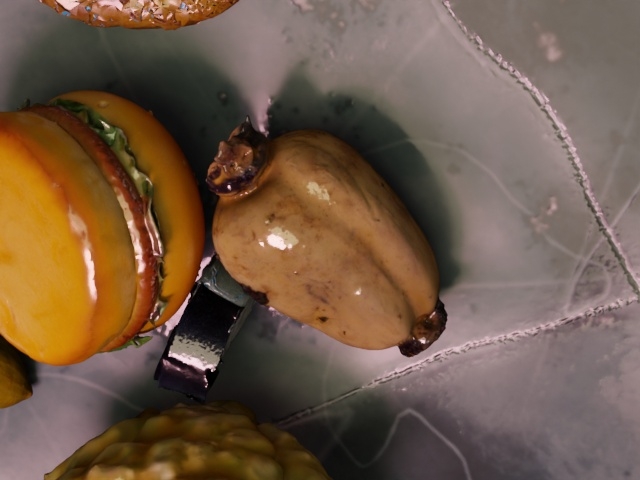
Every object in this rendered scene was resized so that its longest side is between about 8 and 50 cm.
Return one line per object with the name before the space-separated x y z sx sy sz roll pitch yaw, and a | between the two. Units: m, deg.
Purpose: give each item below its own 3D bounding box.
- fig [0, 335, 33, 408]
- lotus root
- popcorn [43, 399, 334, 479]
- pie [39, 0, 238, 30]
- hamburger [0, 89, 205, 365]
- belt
fig | -0.316 0.129 1.368 0.074 0.074 0.088 -41 123 21
lotus root | 0.000 0.000 1.220 0.154 0.140 0.257 -45 104 -1
popcorn | -0.134 0.297 1.275 0.335 0.274 0.279 -32 144 -4
pie | -0.152 -0.294 1.189 0.273 0.069 0.273 4 110 12
hamburger | -0.202 -0.018 1.233 0.246 0.170 0.246 26 128 40
belt | -0.101 0.076 1.277 0.058 0.105 0.140 26 67 1
